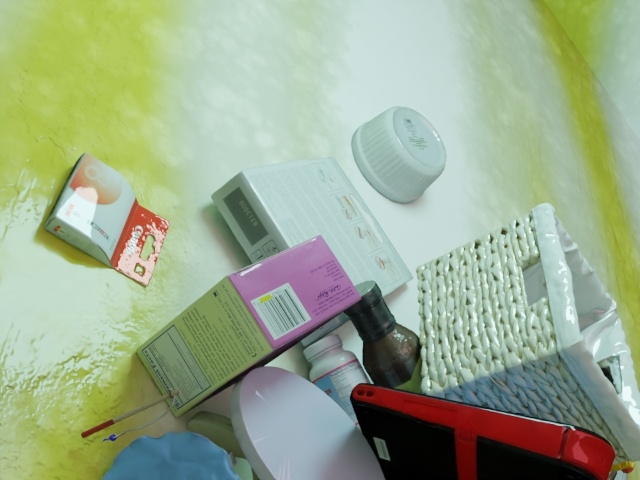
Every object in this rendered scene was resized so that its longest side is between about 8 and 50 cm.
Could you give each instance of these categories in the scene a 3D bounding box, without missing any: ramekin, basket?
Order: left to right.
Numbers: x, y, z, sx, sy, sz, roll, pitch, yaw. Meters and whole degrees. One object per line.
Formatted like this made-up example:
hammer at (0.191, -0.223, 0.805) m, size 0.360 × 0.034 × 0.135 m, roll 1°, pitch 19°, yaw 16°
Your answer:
ramekin at (0.180, -0.195, 1.893) m, size 0.207 × 0.109 × 0.207 m, roll 26°, pitch 46°, yaw -29°
basket at (0.352, 0.186, 1.446) m, size 0.331 × 0.267 × 0.328 m, roll 48°, pitch 29°, yaw -32°

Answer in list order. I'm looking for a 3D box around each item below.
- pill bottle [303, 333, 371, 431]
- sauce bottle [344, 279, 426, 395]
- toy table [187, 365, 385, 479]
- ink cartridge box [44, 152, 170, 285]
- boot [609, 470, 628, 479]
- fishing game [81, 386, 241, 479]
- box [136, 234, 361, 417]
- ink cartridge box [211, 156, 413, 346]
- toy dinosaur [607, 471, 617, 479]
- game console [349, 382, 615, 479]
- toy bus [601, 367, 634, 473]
pill bottle at (0.036, 0.239, 1.427) m, size 0.087 × 0.087 × 0.160 m, roll -14°, pitch 71°, yaw -49°
sauce bottle at (0.142, 0.227, 1.438) m, size 0.344 × 0.111 × 0.111 m, roll 60°, pitch 36°, yaw -14°
toy table at (-0.054, 0.320, 1.215) m, size 0.274 × 0.161 × 0.252 m, roll 55°, pitch 39°, yaw 4°
ink cartridge box at (-0.313, -0.032, 1.322) m, size 0.179 × 0.045 × 0.145 m, roll 31°, pitch 43°, yaw -21°
boot at (0.594, 0.428, 1.833) m, size 0.123 × 0.095 × 0.258 m, roll 48°, pitch 39°, yaw -17°
fishing game at (-0.189, 0.332, 1.104) m, size 0.189 × 0.041 × 0.264 m, roll -26°, pitch 78°, yaw -7°
box at (-0.103, 0.122, 1.251) m, size 0.214 × 0.243 × 0.117 m, roll -24°, pitch 80°, yaw -52°
ink cartridge box at (0.000, 0.000, 1.604) m, size 0.308 × 0.091 × 0.385 m, roll 57°, pitch 26°, yaw 6°
toy dinosaur at (0.528, 0.524, 1.559) m, size 0.118 × 0.064 × 0.268 m, roll 40°, pitch 38°, yaw -40°
game console at (0.228, 0.317, 1.249) m, size 0.342 × 0.386 × 0.060 m, roll 13°, pitch 62°, yaw 18°
toy bus at (0.514, 0.330, 1.613) m, size 0.211 × 0.149 × 0.220 m, roll 44°, pitch 40°, yaw -27°
